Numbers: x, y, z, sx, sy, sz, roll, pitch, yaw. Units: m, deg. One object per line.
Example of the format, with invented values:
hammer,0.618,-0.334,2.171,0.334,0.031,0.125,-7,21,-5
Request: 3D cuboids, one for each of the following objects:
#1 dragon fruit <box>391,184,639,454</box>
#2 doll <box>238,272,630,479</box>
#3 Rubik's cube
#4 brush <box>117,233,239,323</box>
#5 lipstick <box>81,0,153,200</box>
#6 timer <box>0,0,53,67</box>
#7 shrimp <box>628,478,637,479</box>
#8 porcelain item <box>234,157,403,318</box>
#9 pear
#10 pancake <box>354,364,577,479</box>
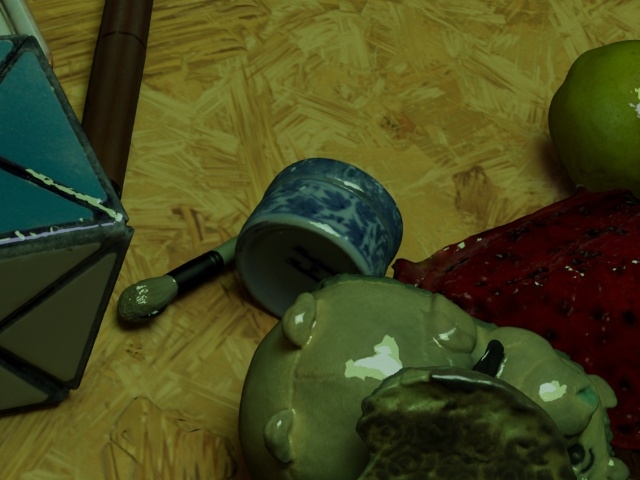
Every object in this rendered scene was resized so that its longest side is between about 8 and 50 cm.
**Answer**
dragon fruit,0.222,0.101,1.991,0.329,0.228,0.286,-15,18,-3
doll,0.106,0.161,1.773,0.350,0.247,0.247,17,44,-18
Rubik's cube,-0.341,-0.007,1.712,0.260,0.254,0.259,-11,55,-33
brush,-0.095,0.016,1.964,0.299,0.042,0.039,-29,93,-43
lipstick,-0.217,-0.168,2.069,0.057,0.057,0.356,15,45,-11
timer,-0.420,-0.179,1.920,0.250,0.161,0.257,-14,56,-23
shrimp,0.359,0.316,1.865,0.267,0.061,0.145,30,36,4
porcelain item,0.000,0.000,1.937,0.147,0.147,0.114,27,47,2
pear,0.356,-0.126,2.195,0.200,0.200,0.200,13,45,-13
pancake,0.074,0.240,1.663,0.286,0.288,0.033,3,17,-2
